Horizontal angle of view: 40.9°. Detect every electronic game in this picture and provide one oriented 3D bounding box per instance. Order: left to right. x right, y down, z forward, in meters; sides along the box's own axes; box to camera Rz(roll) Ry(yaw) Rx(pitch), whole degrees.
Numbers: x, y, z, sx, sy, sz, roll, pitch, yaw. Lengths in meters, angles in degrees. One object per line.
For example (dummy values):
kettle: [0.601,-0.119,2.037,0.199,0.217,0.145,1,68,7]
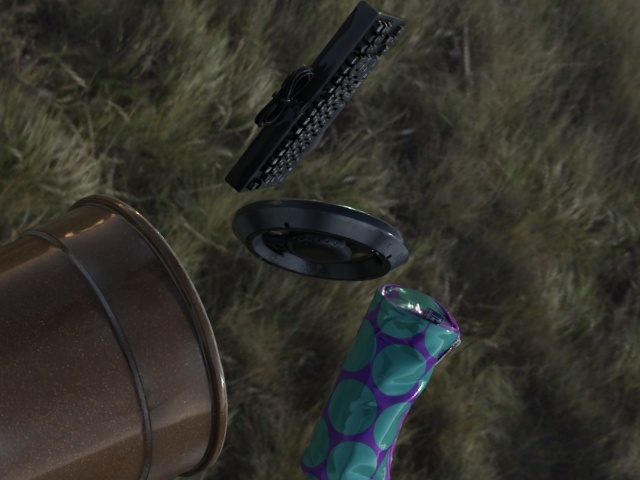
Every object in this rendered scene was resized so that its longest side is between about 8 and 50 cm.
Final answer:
electronic game: [0.000,0.000,1.093,0.229,0.229,0.048,21,68,-24]

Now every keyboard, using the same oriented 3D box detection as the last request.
keyboard: [-0.006,-0.107,0.672,0.023,0.180,0.108,47,24,17]

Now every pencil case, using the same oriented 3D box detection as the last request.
pencil case: [0.044,0.110,0.615,0.070,0.152,0.064,25,7,3]

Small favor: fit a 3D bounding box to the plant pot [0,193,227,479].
plant pot: [-0.162,0.079,0.433,0.165,0.167,0.167,-23,74,-38]
